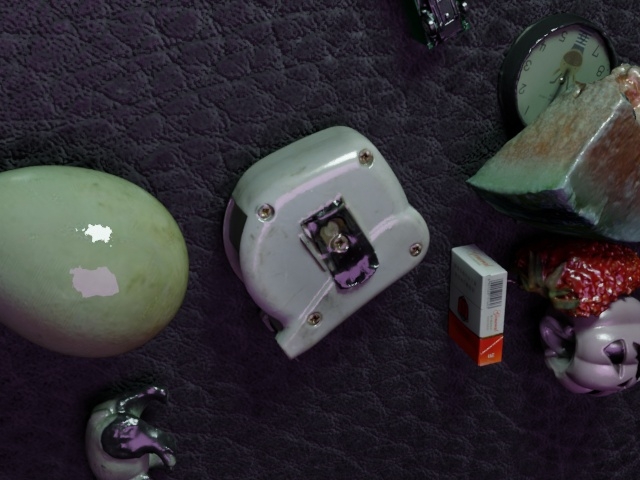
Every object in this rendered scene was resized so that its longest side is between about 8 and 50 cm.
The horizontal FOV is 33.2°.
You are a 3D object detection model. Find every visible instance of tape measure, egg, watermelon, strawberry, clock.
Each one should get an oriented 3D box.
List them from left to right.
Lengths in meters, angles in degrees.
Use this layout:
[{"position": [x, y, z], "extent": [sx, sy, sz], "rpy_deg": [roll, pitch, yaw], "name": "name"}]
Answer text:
[{"position": [-0.296, 0.018, 1.255], "extent": [0.295, 0.218, 0.218], "rpy_deg": [25, 102, -22], "name": "egg"}, {"position": [0.000, 0.000, 1.432], "extent": [0.258, 0.130, 0.265], "rpy_deg": [-36, 123, -2], "name": "tape measure"}, {"position": [0.341, -0.228, 1.524], "extent": [0.184, 0.040, 0.185], "rpy_deg": [-10, 117, -20], "name": "clock"}, {"position": [0.393, 0.025, 1.613], "extent": [0.208, 0.167, 0.087], "rpy_deg": [-30, 140, -34], "name": "strawberry"}, {"position": [0.383, -0.100, 1.493], "extent": [0.264, 0.151, 0.302], "rpy_deg": [20, 117, -42], "name": "watermelon"}]

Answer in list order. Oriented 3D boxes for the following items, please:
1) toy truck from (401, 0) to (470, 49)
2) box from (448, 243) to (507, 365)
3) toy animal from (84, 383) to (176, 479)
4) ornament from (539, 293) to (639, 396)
[{"position": [0.138, -0.323, 1.365], "extent": [0.065, 0.079, 0.147], "rpy_deg": [-29, 123, -8], "name": "toy truck"}, {"position": [0.232, 0.095, 1.596], "extent": [0.048, 0.100, 0.152], "rpy_deg": [-12, 118, -16], "name": "box"}, {"position": [-0.260, 0.308, 1.485], "extent": [0.121, 0.094, 0.225], "rpy_deg": [-6, 126, -11], "name": "toy animal"}, {"position": [0.420, 0.154, 1.666], "extent": [0.177, 0.177, 0.178], "rpy_deg": [-10, 117, -20], "name": "ornament"}]
